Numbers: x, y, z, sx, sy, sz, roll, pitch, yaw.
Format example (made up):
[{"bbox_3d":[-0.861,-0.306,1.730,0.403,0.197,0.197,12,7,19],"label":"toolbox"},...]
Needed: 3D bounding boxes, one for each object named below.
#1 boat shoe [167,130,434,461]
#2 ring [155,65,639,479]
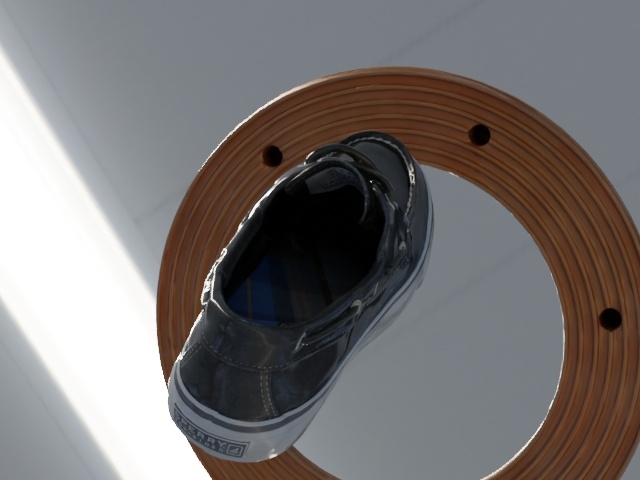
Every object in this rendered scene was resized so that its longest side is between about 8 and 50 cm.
[{"bbox_3d":[0.000,0.000,0.732,0.080,0.228,0.076,25,-54,11],"label":"boat shoe"},{"bbox_3d":[0.051,0.057,1.100,0.336,0.032,0.337,3,-81,20],"label":"ring"}]
